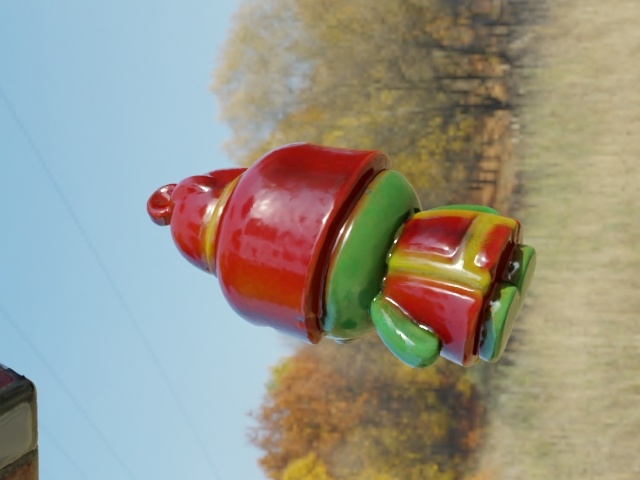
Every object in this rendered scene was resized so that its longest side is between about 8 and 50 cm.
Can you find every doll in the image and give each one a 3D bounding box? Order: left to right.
[{"bbox_3d":[0.000,0.001,0.956,0.183,0.363,0.160,-59,-32,-33],"label":"doll"}]

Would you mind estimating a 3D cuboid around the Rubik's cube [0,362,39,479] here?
[{"bbox_3d":[-0.405,0.221,0.818,0.287,0.291,0.293,-29,-44,-48],"label":"Rubik's cube"}]
